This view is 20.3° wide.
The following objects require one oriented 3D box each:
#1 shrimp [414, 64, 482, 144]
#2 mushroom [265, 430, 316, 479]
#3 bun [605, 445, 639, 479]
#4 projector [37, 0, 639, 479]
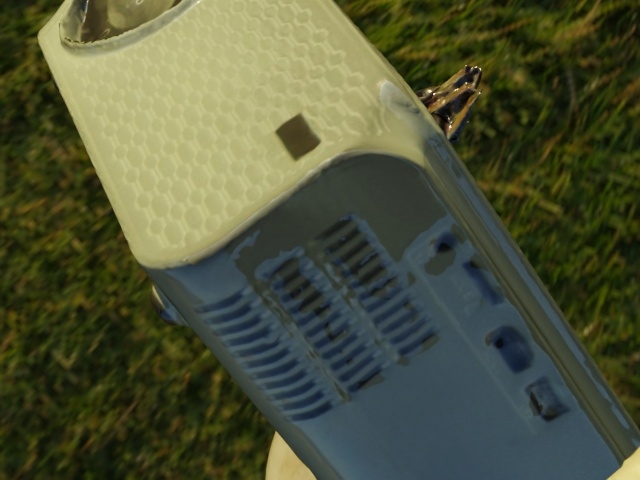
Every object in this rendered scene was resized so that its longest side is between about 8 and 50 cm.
[{"bbox_3d":[0.051,-0.020,1.201,0.296,0.169,0.058,-38,52,44],"label":"shrimp"},{"bbox_3d":[0.089,0.177,1.279,0.243,0.243,0.243,5,109,13],"label":"mushroom"},{"bbox_3d":[0.111,0.097,0.347,0.153,0.244,0.244,50,115,20],"label":"bun"},{"bbox_3d":[0.000,0.000,0.656,0.108,0.250,0.198,-35,122,2],"label":"projector"}]
